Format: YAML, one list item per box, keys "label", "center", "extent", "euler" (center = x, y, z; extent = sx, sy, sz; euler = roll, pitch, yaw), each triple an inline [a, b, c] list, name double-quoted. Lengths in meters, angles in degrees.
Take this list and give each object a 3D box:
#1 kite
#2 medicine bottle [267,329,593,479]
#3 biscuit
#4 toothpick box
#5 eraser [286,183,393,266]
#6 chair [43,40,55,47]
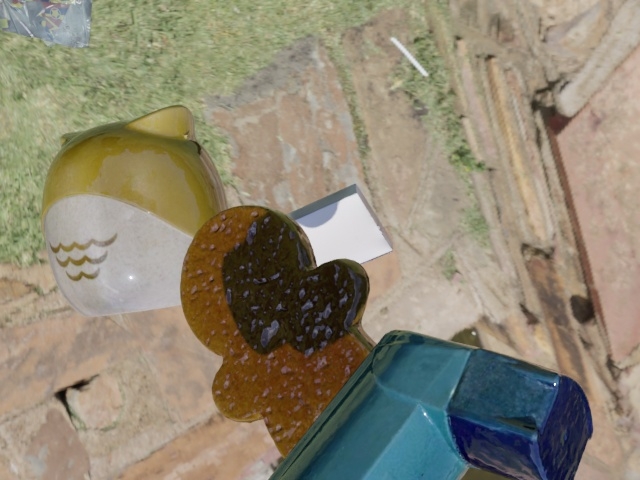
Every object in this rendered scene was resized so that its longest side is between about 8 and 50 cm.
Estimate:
- label: "kite"
  center: [-0.433, -0.331, 1.043]
  extent: [0.245, 0.015, 0.141]
  euler: [-11, 94, -31]
- label: "medicine bottle"
  center: [0.022, 0.153, 0.403]
  extent: [0.258, 0.124, 0.079]
  euler: [-48, 135, -10]
- label: "biscuit"
  center: [-0.036, 0.070, 0.652]
  extent: [0.180, 0.236, 0.039]
  euler: [-46, 154, 17]
- label: "toothpick box"
  center: [-0.402, -0.060, 1.699]
  extent: [0.409, 0.409, 0.425]
  euler: [-7, 89, -22]
- label: "eraser"
  center: [0.000, 0.000, 0.926]
  extent: [0.150, 0.023, 0.104]
  euler: [-23, 127, 17]
- label: "chair"
  center: [-0.565, -0.555, 1.499]
  extent: [0.160, 0.186, 0.319]
  euler: [-40, 101, 23]
